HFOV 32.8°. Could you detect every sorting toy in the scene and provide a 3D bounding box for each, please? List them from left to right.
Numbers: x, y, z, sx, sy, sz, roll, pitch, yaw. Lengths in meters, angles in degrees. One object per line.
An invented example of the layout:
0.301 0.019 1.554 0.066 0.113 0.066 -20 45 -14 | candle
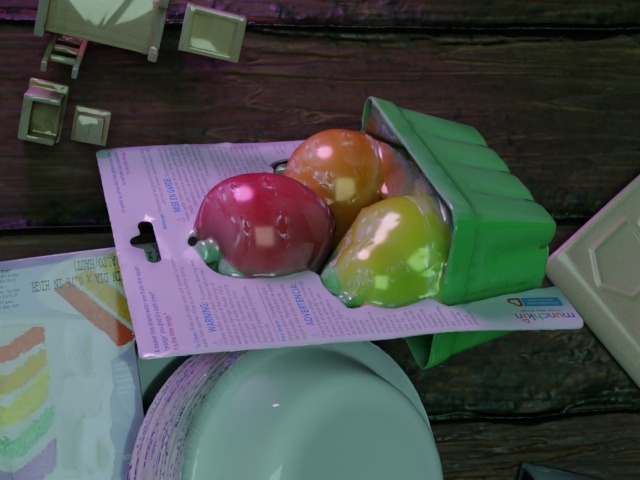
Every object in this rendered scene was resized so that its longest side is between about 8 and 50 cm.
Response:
0.360 0.031 1.124 0.208 0.038 0.193 -40 92 -7 | sorting toy

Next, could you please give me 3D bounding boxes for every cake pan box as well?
-0.188 0.129 0.992 0.267 0.070 0.245 -6 87 -12 | cake pan box

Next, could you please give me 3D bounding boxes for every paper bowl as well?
-0.008 0.213 0.920 0.284 0.148 0.284 7 78 -38 | paper bowl

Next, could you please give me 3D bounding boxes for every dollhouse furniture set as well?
-0.177 -0.158 1.029 0.182 0.101 0.161 12 107 -10 | dollhouse furniture set

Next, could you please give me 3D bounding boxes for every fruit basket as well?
0.000 0.000 0.939 0.353 0.327 0.165 -8 124 -14 | fruit basket

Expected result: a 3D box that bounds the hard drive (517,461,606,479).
0.299 0.331 1.068 0.255 0.054 0.172 20 81 -8 | hard drive
